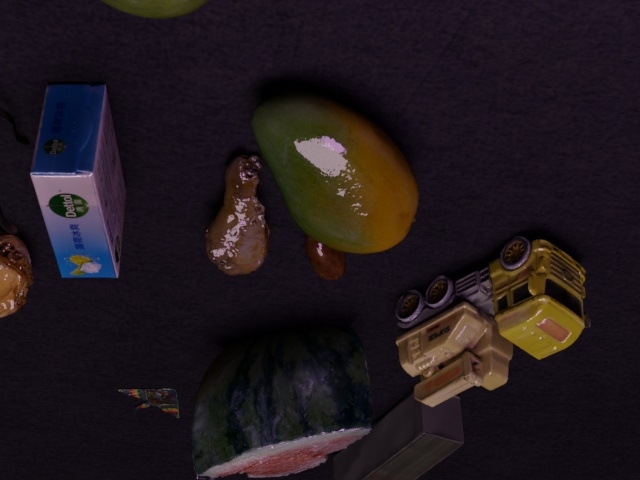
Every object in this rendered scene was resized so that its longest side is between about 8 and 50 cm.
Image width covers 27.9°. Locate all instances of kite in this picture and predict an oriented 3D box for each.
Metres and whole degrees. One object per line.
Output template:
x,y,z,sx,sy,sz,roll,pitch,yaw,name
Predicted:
-0.256,0.250,2.014,0.090,0.004,0.122,-27,135,30,kite

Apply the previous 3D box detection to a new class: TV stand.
0.120,0.335,2.057,0.083,0.088,0.269,18,139,-25,TV stand

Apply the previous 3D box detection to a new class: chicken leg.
-0.101,-0.029,1.601,0.085,0.069,0.198,2,136,-6,chicken leg

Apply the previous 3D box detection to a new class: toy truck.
0.223,0.119,1.718,0.272,0.157,0.124,-30,133,34,toy truck

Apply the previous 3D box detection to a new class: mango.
0.019,-0.083,1.498,0.156,0.114,0.251,-11,130,30,mango

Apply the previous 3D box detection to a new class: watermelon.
-0.032,0.246,1.837,0.262,0.213,0.201,-14,141,17,watermelon

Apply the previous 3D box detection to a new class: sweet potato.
0.000,0.000,1.660,0.049,0.049,0.117,-10,131,13,sweet potato

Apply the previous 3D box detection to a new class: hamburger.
-0.451,0.044,1.681,0.147,0.083,0.138,2,139,-6,hamburger

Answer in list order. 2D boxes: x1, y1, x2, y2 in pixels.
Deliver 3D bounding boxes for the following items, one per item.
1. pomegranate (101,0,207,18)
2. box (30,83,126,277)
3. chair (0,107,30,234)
-0.177,-0.303,1.170,0.224,0.181,0.181,25,141,3,pomegranate
-0.275,-0.066,1.488,0.073,0.139,0.194,0,142,0,box
-0.434,-0.106,1.423,0.149,0.174,0.213,-3,154,10,chair
